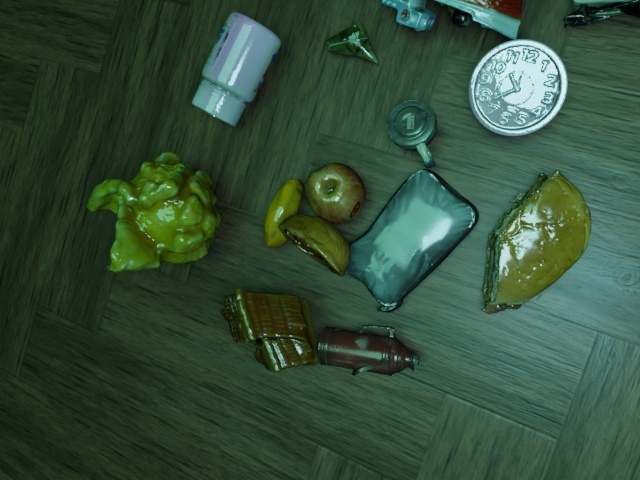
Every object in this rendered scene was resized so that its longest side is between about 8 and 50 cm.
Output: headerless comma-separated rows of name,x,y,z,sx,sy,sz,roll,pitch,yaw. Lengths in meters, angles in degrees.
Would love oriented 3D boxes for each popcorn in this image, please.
popcorn,-0.417,-0.077,1.340,0.325,0.321,0.290,25,98,1

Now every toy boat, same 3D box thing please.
toy boat,0.290,-0.524,1.191,0.332,0.145,0.133,27,122,20

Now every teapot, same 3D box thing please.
teapot,0.230,-0.246,1.217,0.149,0.108,0.111,42,100,21

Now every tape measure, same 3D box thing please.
tape measure,0.636,-0.545,1.076,0.207,0.115,0.235,18,99,25

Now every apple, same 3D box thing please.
apple,0.033,-0.114,1.273,0.146,0.131,0.146,-2,84,19

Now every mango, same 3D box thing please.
mango,-0.093,-0.067,1.336,0.075,0.098,0.190,24,91,10

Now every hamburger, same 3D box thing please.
hamburger,0.444,0.003,1.112,0.245,0.155,0.282,-8,90,13

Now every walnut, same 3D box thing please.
walnut,0.003,-0.001,1.245,0.087,0.167,0.211,-49,49,-10

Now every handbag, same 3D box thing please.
handbag,0.199,0.001,1.244,0.191,0.075,0.332,43,100,12

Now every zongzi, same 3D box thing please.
zongzi,0.077,-0.465,1.314,0.104,0.052,0.113,-23,94,26

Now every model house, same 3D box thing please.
model house,-0.128,0.215,1.277,0.219,0.229,0.199,-10,79,21

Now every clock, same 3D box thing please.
clock,0.420,-0.327,1.137,0.197,0.068,0.197,6,109,17

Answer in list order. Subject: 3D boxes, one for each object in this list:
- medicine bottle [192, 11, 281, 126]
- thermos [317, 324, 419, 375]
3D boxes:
medicine bottle,-0.219,-0.436,1.364,0.152,0.152,0.254,33,100,18
thermos,0.117,0.260,1.249,0.232,0.099,0.124,4,88,21
